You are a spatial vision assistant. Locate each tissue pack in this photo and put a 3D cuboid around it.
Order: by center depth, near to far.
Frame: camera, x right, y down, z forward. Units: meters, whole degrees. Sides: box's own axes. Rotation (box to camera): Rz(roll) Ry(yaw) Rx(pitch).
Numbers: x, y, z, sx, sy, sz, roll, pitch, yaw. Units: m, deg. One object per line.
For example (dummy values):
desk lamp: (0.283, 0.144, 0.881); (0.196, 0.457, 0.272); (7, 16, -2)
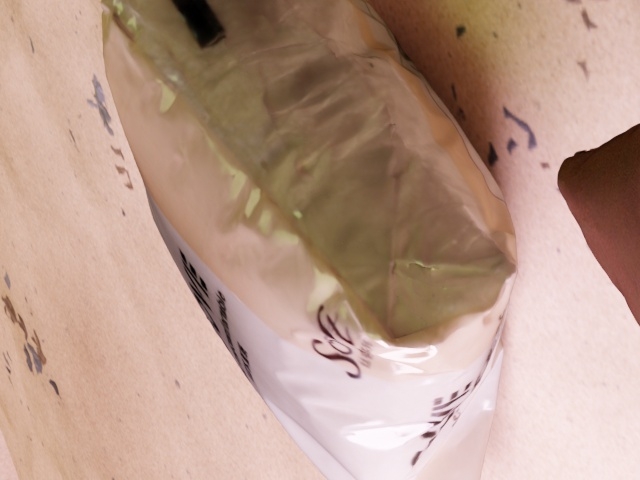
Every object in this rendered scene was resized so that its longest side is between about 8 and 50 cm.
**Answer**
tissue pack: (0.000, 0.000, 1.300); (0.390, 0.195, 0.375); (53, 163, 25)

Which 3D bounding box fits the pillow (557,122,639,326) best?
pillow: (0.275, 0.039, 0.912); (0.308, 0.108, 0.305); (61, 148, 5)
